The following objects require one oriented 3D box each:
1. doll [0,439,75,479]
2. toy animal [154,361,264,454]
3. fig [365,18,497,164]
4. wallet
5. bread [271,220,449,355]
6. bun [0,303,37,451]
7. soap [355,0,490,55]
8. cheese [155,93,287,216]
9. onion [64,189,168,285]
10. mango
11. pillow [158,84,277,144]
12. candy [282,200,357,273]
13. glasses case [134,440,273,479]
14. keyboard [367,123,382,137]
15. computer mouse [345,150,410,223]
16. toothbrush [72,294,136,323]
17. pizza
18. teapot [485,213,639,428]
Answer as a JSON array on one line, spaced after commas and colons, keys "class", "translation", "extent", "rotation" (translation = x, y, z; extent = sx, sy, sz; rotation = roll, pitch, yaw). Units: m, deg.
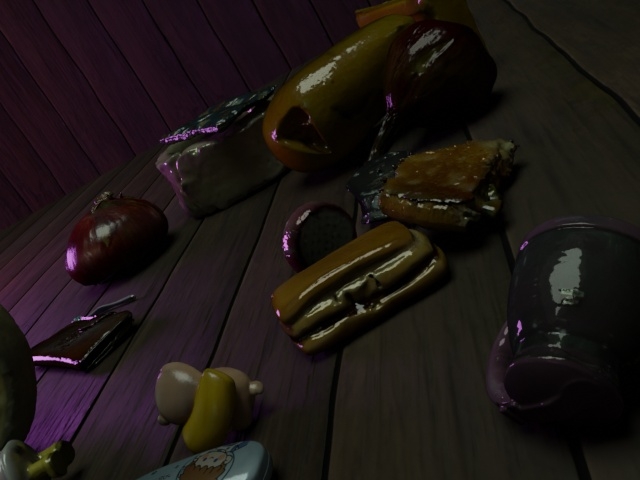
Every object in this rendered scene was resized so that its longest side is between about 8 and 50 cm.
[{"class": "doll", "translation": [-0.378, 0.292, 0.838], "extent": [0.207, 0.081, 0.129], "rotation": [-33, 11, 1]}, {"class": "toy animal", "translation": [-0.113, 0.169, 0.771], "extent": [0.114, 0.091, 0.082], "rotation": [0, 5, 35]}, {"class": "fig", "translation": [0.179, -0.239, 1.236], "extent": [0.190, 0.190, 0.290], "rotation": [-9, 45, 47]}, {"class": "wallet", "translation": [-0.413, 0.170, 1.268], "extent": [0.255, 0.031, 0.137], "rotation": [-9, 29, 48]}, {"class": "bread", "translation": [0.041, 0.047, 0.842], "extent": [0.200, 0.077, 0.116], "rotation": [-31, 11, -1]}, {"class": "bun", "translation": [-0.555, 0.196, 0.982], "extent": [0.364, 0.364, 0.202], "rotation": [-32, 8, -3]}, {"class": "soap", "translation": [0.207, -0.421, 1.558], "extent": [0.096, 0.204, 0.324], "rotation": [-33, 19, -15]}, {"class": "cheese", "translation": [-0.211, -0.192, 1.683], "extent": [0.332, 0.153, 0.292], "rotation": [-27, 19, 10]}, {"class": "onion", "translation": [-0.443, -0.005, 1.586], "extent": [0.248, 0.161, 0.248], "rotation": [-47, 5, 5]}, {"class": "mango", "translation": [0.045, -0.286, 1.410], "extent": [0.365, 0.182, 0.253], "rotation": [-48, 3, 5]}, {"class": "pillow", "translation": [-0.226, -0.272, 1.621], "extent": [0.255, 0.034, 0.189], "rotation": [-5, 30, 49]}, {"class": "candy", "translation": [0.000, 0.000, 0.966], "extent": [0.103, 0.103, 0.043], "rotation": [-38, 21, -21]}, {"class": "glasses case", "translation": [-0.122, 0.229, 0.663], "extent": [0.178, 0.045, 0.067], "rotation": [-24, 21, 18]}, {"class": "keyboard", "translation": [0.168, -0.254, 1.483], "extent": [0.176, 0.014, 0.055], "rotation": [-37, 19, -17]}, {"class": "computer mouse", "translation": [0.097, -0.067, 1.053], "extent": [0.106, 0.062, 0.192], "rotation": [-27, 25, 8]}, {"class": "toothbrush", "translation": [-0.406, 0.130, 1.387], "extent": [0.162, 0.014, 0.017], "rotation": [-20, 41, 27]}, {"class": "pizza", "translation": [0.161, -0.066, 0.919], "extent": [0.147, 0.069, 0.226], "rotation": [3, 28, 22]}, {"class": "teapot", "translation": [0.173, 0.063, 0.540], "extent": [0.148, 0.116, 0.146], "rotation": [-8, 39, 41]}]
